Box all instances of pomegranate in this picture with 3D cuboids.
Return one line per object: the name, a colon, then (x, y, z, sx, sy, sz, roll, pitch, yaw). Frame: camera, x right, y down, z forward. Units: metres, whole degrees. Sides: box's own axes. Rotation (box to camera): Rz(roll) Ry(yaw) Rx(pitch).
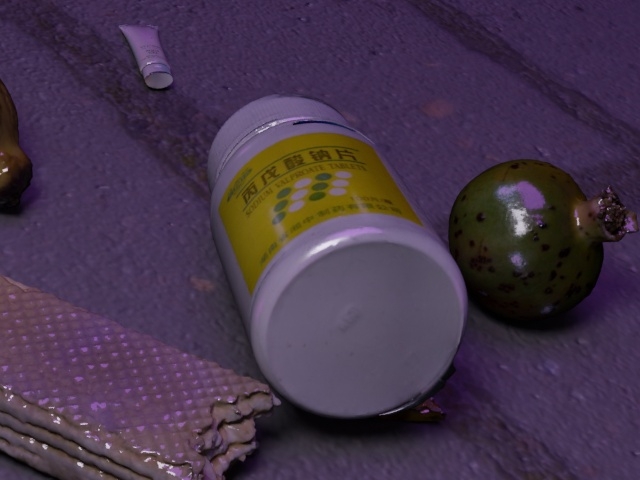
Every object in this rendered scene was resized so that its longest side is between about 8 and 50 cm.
pomegranate: (0.156, 0.001, 1.075, 0.130, 0.130, 0.130, 8, 34, -5)

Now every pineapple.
pineapple: (0.041, 0.104, 0.990, 0.083, 0.019, 0.045, 3, 40, -13)

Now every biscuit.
biscuit: (-0.151, 0.098, 0.906, 0.238, 0.062, 0.108, 21, 37, 16)

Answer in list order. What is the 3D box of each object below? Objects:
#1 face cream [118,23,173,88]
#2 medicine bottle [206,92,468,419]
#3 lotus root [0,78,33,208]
face cream: (-0.158, -0.173, 1.336, 0.038, 0.020, 0.115, -2, 33, -17)
medicine bottle: (0.000, 0.000, 1.005, 0.143, 0.143, 0.258, 1, 25, -14)
lotus root: (-0.305, -0.101, 1.104, 0.214, 0.138, 0.138, 28, 36, 6)
